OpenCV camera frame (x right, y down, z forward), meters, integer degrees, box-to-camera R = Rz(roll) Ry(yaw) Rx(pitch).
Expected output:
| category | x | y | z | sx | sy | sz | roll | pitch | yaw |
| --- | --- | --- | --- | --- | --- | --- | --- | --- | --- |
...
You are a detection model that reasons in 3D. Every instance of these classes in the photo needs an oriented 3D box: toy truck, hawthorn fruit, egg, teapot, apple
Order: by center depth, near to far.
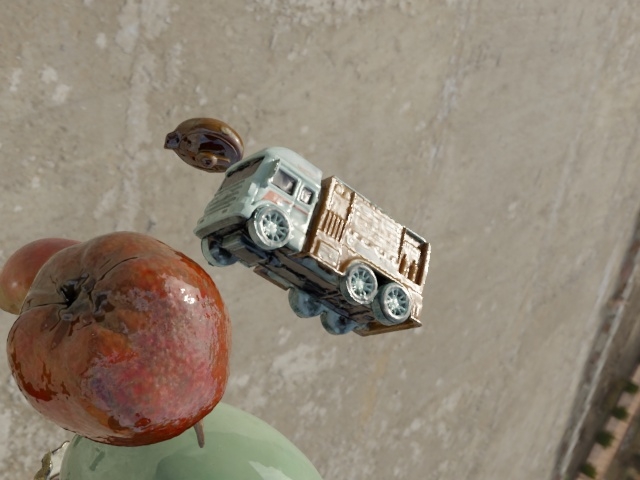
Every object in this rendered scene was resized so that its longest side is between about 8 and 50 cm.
| category | x | y | z | sx | sy | sz | roll | pitch | yaw |
| --- | --- | --- | --- | --- | --- | --- | --- | --- | --- |
| hawthorn fruit | -0.181 | 0.120 | 0.868 | 0.210 | 0.210 | 0.262 | -51 | 139 | -22 |
| toy truck | 0.000 | 0.000 | 1.112 | 0.305 | 0.136 | 0.162 | 33 | 60 | -27 |
| egg | -0.159 | 0.353 | 1.131 | 0.276 | 0.389 | 0.276 | 22 | 90 | -84 |
| teapot | -0.189 | -0.149 | 1.390 | 0.078 | 0.129 | 0.098 | -86 | -163 | -46 |
| apple | -0.571 | 0.081 | 1.930 | 0.251 | 0.293 | 0.163 | -54 | 168 | -62 |

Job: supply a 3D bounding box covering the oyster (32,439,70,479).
| category | x | y | z | sx | sy | sz | roll | pitch | yaw |
| --- | --- | --- | --- | --- | --- | --- | --- | --- | --- |
| oyster | -0.467 | 0.460 | 1.503 | 0.214 | 0.083 | 0.223 | 53 | 51 | -72 |
